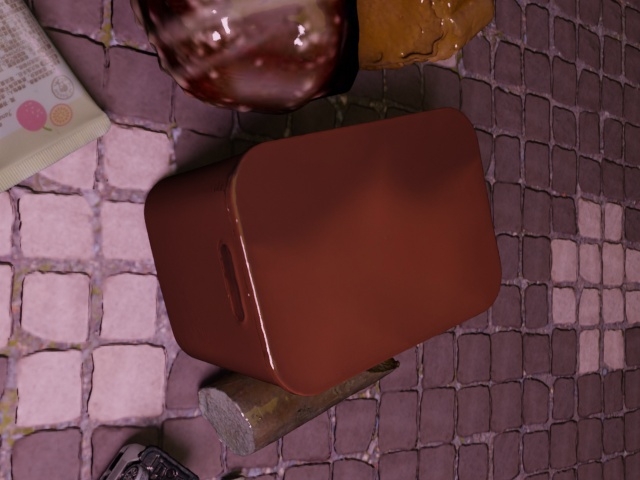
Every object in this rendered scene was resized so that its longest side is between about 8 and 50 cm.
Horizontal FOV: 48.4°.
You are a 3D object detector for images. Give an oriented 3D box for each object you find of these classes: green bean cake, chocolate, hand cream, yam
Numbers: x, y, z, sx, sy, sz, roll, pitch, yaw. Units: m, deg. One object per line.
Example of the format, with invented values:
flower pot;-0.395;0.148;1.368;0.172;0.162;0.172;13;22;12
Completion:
green bean cake;0.085;-0.341;0.888;0.131;0.224;0.230;-41;123;-30
chocolate;-0.109;-0.294;0.760;0.210;0.225;0.340;-21;101;-24
hand cream;-0.327;-0.206;0.658;0.147;0.093;0.306;-39;113;-31
yam;-0.015;0.168;0.875;0.259;0.106;0.106;-24;102;-35

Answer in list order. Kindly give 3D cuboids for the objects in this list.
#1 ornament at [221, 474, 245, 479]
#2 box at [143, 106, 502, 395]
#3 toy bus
ornament;-0.098;0.327;0.846;0.068;0.041;0.092;-41;103;-38
box;0.000;0.000;0.816;0.339;0.229;0.240;-18;99;-37
toy bus;-0.214;0.303;0.723;0.087;0.089;0.194;47;62;-28
